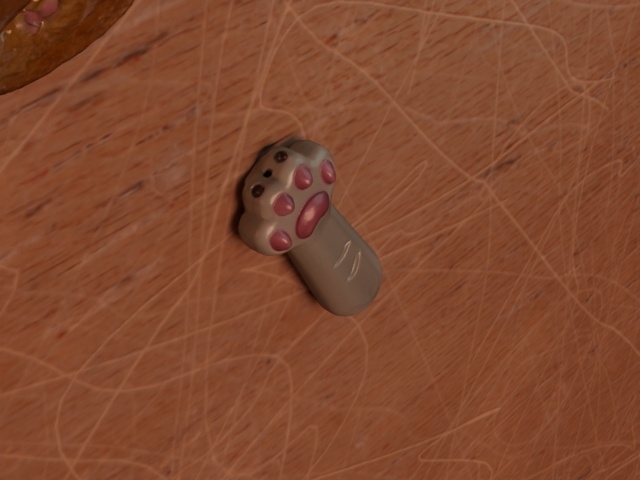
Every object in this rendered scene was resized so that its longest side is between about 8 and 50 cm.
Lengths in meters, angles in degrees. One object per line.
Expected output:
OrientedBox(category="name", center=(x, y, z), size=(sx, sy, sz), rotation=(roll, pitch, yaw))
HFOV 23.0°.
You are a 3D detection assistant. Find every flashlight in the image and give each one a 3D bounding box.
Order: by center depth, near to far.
OrientedBox(category="flashlight", center=(0.000, 0.000, 1.207), size=(0.093, 0.047, 0.200), rotation=(-55, 146, -14))

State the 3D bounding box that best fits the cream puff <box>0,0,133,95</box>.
OrientedBox(category="cream puff", center=(-0.174, -0.153, 0.778), size=(0.189, 0.129, 0.189), rotation=(-39, 163, -14))
